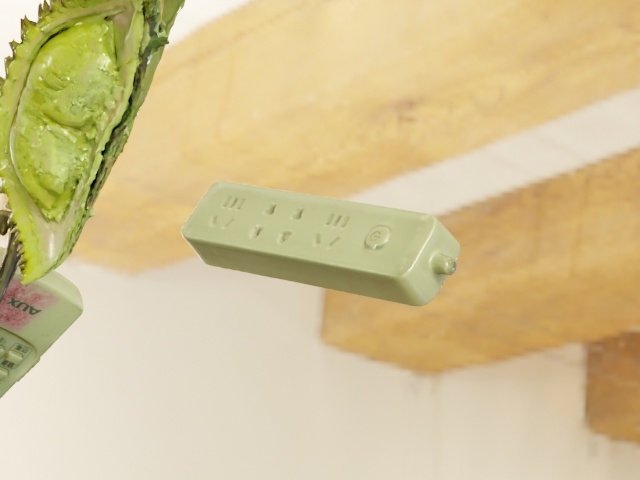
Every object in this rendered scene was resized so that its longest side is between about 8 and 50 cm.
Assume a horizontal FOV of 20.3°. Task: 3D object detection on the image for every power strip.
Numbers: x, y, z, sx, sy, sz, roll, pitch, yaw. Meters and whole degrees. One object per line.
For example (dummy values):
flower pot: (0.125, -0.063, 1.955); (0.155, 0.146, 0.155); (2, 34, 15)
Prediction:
power strip: (0.000, 0.000, 1.957); (0.385, 0.091, 0.062); (10, -31, 45)

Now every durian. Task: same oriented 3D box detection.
durian: (-0.202, -0.132, 1.670); (0.158, 0.169, 0.352); (7, -61, -39)

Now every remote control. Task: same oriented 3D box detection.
remote control: (-0.420, 0.146, 2.007); (0.145, 0.050, 0.344); (28, -64, -38)

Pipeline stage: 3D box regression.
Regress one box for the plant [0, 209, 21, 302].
plant: (-0.394, 0.119, 1.730); (0.333, 0.251, 0.180); (-12, 18, -36)
